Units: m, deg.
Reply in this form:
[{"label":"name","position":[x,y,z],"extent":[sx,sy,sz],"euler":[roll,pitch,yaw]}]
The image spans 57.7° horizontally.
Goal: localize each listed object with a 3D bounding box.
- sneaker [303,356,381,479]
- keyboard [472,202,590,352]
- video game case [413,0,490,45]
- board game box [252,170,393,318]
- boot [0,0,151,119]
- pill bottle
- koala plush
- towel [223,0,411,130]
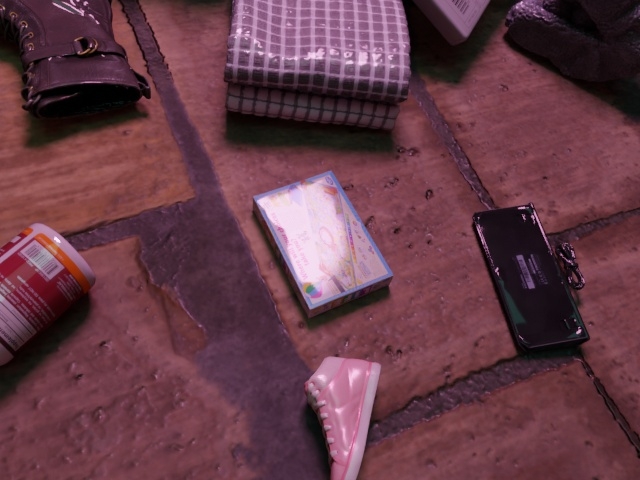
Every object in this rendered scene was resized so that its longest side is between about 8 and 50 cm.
[{"label":"sneaker","position":[0.011,0.171,0.548],"extent":[0.070,0.051,0.134],"euler":[15,56,3]},{"label":"keyboard","position":[0.251,0.038,0.674],"extent":[0.108,0.023,0.180],"euler":[-9,62,-5]},{"label":"video game case","position":[0.149,-0.484,0.779],"extent":[0.329,0.036,0.300],"euler":[40,70,-22]},{"label":"board game box","position":[0.000,0.000,0.659],"extent":[0.103,0.026,0.154],"euler":[-20,64,-18]},{"label":"boot","position":[-0.360,-0.244,0.719],"extent":[0.262,0.091,0.229],"euler":[-11,61,-16]},{"label":"pill bottle","position":[-0.299,0.061,0.550],"extent":[0.086,0.086,0.152],"euler":[36,62,13]},{"label":"koala plush","position":[0.429,-0.360,0.846],"extent":[0.203,0.196,0.221],"euler":[42,62,3]},{"label":"towel","position":[-0.007,-0.291,0.776],"extent":[0.235,0.121,0.284],"euler":[3,59,-7]}]
